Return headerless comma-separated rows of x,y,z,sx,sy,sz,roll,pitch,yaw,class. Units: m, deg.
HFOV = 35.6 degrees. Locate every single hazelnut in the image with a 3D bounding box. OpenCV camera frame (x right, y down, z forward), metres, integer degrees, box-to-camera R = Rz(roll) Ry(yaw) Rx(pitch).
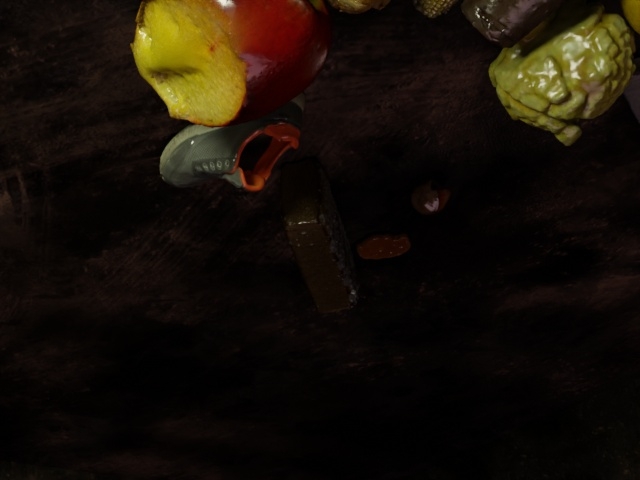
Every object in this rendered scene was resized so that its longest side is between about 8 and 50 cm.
0.238,-0.094,2.148,0.086,0.086,0.086,-7,149,-4,hazelnut

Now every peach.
-0.152,-0.303,1.517,0.338,0.281,0.281,-23,146,22,peach

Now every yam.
0.352,-0.424,1.550,0.131,0.131,0.279,17,134,-36,yam

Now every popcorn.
0.411,-0.293,1.695,0.256,0.255,0.195,-21,162,40,popcorn

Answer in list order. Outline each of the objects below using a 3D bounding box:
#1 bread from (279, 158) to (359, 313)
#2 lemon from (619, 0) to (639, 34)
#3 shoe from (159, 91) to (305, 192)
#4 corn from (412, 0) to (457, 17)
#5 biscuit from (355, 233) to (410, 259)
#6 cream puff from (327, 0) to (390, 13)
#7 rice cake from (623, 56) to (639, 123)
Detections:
0.000,0.000,2.147,0.113,0.165,0.416,-11,150,6,bread
0.575,-0.403,1.601,0.187,0.187,0.244,-1,-167,-5,lemon
-0.158,-0.148,1.851,0.336,0.171,0.132,-29,144,29,shoe
0.242,-0.454,1.537,0.086,0.086,0.288,11,146,-30,corn
0.147,0.012,2.346,0.130,0.019,0.102,-6,150,-6,biscuit
0.054,-0.407,1.543,0.133,0.119,0.104,20,166,3,cream puff
0.663,-0.260,1.995,0.072,0.056,0.365,-25,146,25,rice cake
